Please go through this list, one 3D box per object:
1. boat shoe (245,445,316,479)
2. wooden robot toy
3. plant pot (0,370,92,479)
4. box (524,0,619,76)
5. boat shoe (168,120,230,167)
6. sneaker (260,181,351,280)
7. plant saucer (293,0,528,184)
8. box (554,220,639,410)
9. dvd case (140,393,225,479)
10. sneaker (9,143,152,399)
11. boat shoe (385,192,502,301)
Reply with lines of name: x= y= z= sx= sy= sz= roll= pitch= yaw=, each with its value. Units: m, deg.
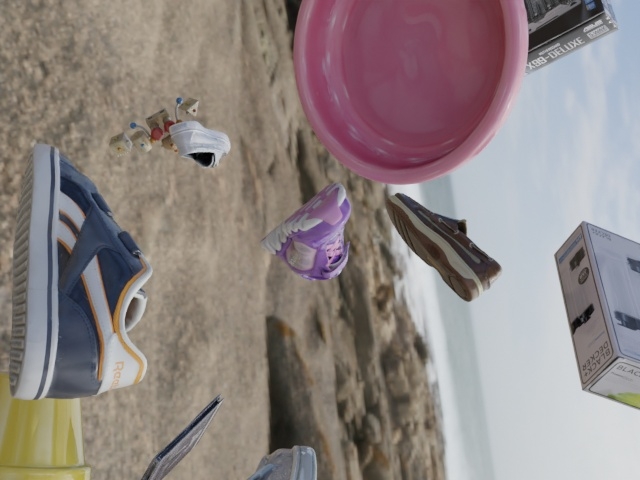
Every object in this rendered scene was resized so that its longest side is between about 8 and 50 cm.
boat shoe: x=-0.079 y=0.256 z=0.540 sx=0.320 sy=0.103 sz=0.118 roll=-61 pitch=164 yaw=-50
wooden robot toy: x=-0.274 y=-0.178 z=1.417 sx=0.079 sy=0.173 sz=0.076 roll=62 pitch=-1 yaw=-37
plant pot: x=-0.540 y=0.366 z=1.492 sx=0.254 sy=0.254 sz=0.239 roll=46 pitch=49 yaw=-73
box: x=0.407 y=-0.482 z=1.557 sx=0.076 sy=0.242 sz=0.307 roll=22 pitch=54 yaw=-47
boat shoe: x=-0.195 y=-0.152 z=1.362 sx=0.184 sy=0.066 sz=0.063 roll=32 pitch=45 yaw=-80
sneaker: x=0.000 y=0.000 z=1.075 sx=0.104 sy=0.095 sz=0.236 roll=52 pitch=-19 yaw=-1
plant saucer: x=0.114 y=-0.238 z=1.026 sx=0.084 sy=0.332 sz=0.332 roll=-12 pitch=94 yaw=-49
box: x=0.468 y=0.117 z=1.245 sx=0.290 sy=0.169 sz=0.087 roll=-86 pitch=-160 yaw=-48
dvd case: x=-0.277 y=0.404 z=1.567 sx=0.221 sy=0.018 sz=0.164 roll=-39 pitch=163 yaw=-55
sneaker: x=-0.253 y=0.030 z=0.849 sx=0.126 sy=0.127 sz=0.321 roll=-59 pitch=-145 yaw=39
boat shoe: x=0.220 y=-0.003 z=1.439 sx=0.257 sy=0.095 sz=0.095 roll=51 pitch=-13 yaw=31
